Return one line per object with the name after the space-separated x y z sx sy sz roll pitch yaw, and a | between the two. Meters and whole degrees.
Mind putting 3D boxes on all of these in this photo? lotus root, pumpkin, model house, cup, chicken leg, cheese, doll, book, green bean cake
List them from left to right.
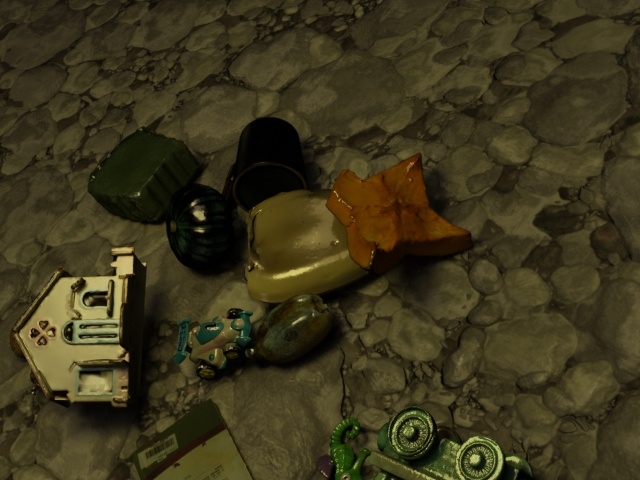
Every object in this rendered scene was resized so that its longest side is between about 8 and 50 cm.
-0.626 0.183 2.049 0.198 0.069 0.085 -38 49 -16 | chicken leg
-0.491 0.180 1.823 0.244 0.169 0.326 -2 73 5 | model house
-0.434 -0.162 2.191 0.227 0.125 0.223 16 65 36 | green bean cake
-0.229 0.452 1.668 0.201 0.026 0.289 -34 48 -2 | book
-0.267 -0.029 1.970 0.194 0.150 0.194 -21 58 38 | pumpkin
-0.150 -0.161 2.027 0.239 0.166 0.177 -16 45 12 | cup
-0.065 0.181 1.761 0.192 0.088 0.113 -36 50 11 | lotus root
0.000 0.000 1.857 0.315 0.128 0.260 -14 60 12 | cheese
0.045 0.384 1.559 0.115 0.050 0.190 -41 28 16 | doll
0.136 -0.052 1.752 0.290 0.095 0.258 -11 55 -34 | pumpkin

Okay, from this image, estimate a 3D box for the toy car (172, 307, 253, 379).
-0.215 0.193 1.794 0.161 0.098 0.126 -35 40 37 | toy car

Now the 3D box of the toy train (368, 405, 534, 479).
0.195 0.405 1.424 0.304 0.150 0.222 15 75 42 | toy train

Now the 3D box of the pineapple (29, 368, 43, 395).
-0.542 0.249 1.937 0.083 0.103 0.221 43 76 7 | pineapple
